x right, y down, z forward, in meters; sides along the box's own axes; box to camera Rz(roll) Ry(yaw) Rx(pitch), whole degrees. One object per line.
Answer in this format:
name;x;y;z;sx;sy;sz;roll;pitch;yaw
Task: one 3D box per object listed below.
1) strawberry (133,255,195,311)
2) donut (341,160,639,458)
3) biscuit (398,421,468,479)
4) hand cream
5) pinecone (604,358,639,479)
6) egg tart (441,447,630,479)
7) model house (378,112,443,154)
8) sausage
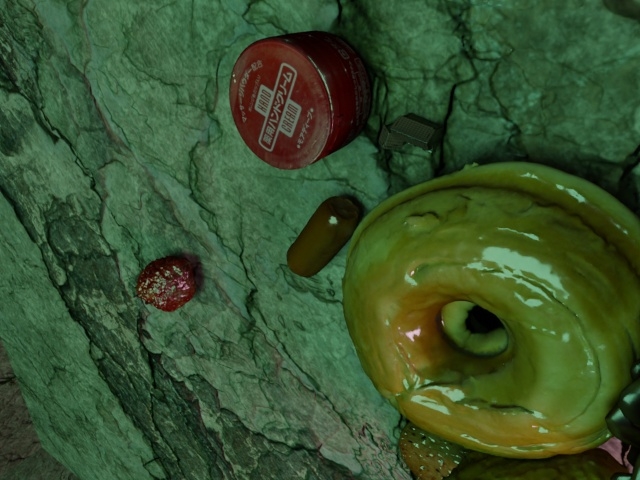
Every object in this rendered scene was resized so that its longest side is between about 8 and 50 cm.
strawberry;-0.358;0.102;1.144;0.148;0.131;0.131;-21;100;49
donut;0.226;0.102;0.664;0.449;0.198;0.448;16;120;30
biscuit;0.238;0.419;0.936;0.188;0.027;0.187;18;124;29
hand cream;-0.029;-0.212;0.731;0.193;0.125;0.193;16;121;29
pinecone;0.482;0.213;0.392;0.398;0.398;0.397;17;122;29
egg tart;0.299;0.375;0.700;0.340;0.351;0.153;-9;79;12
model house;0.124;-0.150;0.696;0.083;0.058;0.057;29;128;21
sausage;0.000;0.000;0.858;0.076;0.076;0.197;46;133;8
